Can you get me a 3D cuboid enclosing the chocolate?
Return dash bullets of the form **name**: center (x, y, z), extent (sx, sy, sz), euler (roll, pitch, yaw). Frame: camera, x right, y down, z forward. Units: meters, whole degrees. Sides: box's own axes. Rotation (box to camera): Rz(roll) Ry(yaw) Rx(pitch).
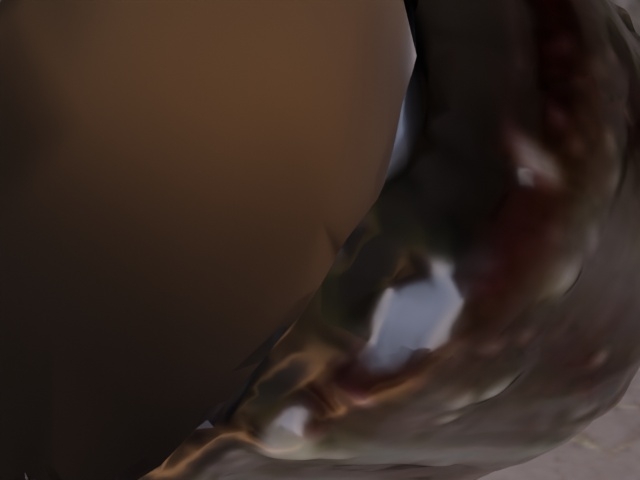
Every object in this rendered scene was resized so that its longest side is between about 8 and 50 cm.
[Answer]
- **chocolate**: center (0.000, 0.000, 0.704), extent (0.340, 0.210, 0.225), euler (-26, 58, 46)
